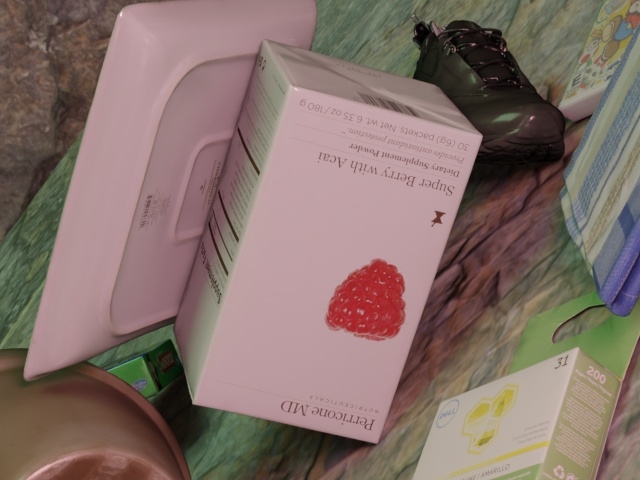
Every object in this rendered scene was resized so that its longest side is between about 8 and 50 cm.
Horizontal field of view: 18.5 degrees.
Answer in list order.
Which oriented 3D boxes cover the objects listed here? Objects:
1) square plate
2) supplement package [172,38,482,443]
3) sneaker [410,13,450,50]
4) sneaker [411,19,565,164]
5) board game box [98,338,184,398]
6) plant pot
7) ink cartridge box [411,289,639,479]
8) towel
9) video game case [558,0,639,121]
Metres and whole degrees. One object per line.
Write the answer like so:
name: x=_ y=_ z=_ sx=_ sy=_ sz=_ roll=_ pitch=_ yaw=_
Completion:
square plate: x=-0.119 y=-0.054 z=1.779 sx=0.344 sy=0.049 sz=0.347 roll=-20 pitch=-49 yaw=-62
supplement package: x=0.000 y=0.000 z=1.718 sx=0.175 sy=0.177 sz=0.293 roll=-117 pitch=43 yaw=-68
sneaker: x=0.124 y=-0.226 z=2.132 sx=0.038 sy=0.069 sz=0.098 roll=-44 pitch=21 yaw=21
sneaker: x=0.142 y=-0.137 z=1.812 sx=0.286 sy=0.109 sz=0.130 roll=-157 pitch=69 yaw=-68
board game box: x=-0.312 y=0.193 z=2.120 sx=0.317 sy=0.046 sz=0.213 roll=-22 pitch=0 yaw=4
plant pot: x=-0.236 y=0.260 z=1.702 sx=0.323 sy=0.323 sz=0.280 roll=-57 pitch=17 yaw=-12
ink cartridge box: x=0.159 y=0.117 z=1.480 sx=0.171 sy=0.056 sz=0.235 roll=-28 pitch=33 yaw=51
towel: x=0.250 y=-0.076 z=1.507 sx=0.285 sy=0.034 sz=0.209 roll=-89 pitch=22 yaw=-71
video game case: x=0.320 y=-0.219 z=1.739 sx=0.227 sy=0.026 sz=0.206 roll=-25 pitch=33 yaw=53
